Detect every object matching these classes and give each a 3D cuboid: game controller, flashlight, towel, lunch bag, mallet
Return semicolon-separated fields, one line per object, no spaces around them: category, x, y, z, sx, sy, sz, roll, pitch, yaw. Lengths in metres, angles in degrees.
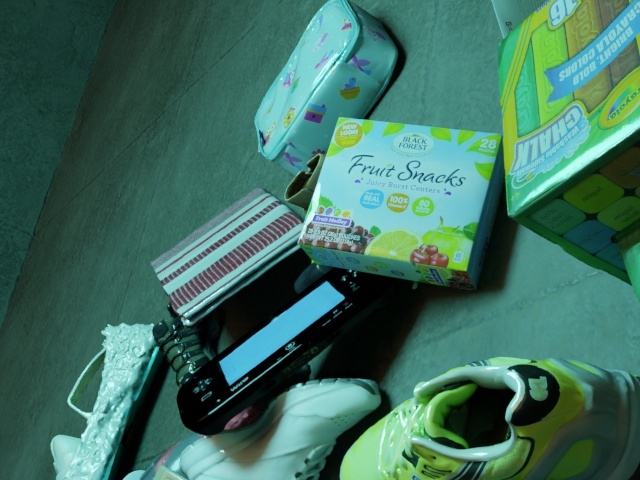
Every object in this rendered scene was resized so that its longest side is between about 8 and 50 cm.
game controller;-0.043;0.123;1.281;0.319;0.067;0.166;-37;7;-4
flashlight;-0.136;0.270;1.427;0.304;0.103;0.103;-50;55;24
towel;-0.145;0.019;1.624;0.237;0.037;0.329;-36;21;-6
lunch bag;-0.004;-0.245;1.651;0.279;0.108;0.224;-53;28;21
mallet;0.000;0.000;1.503;0.062;0.039;0.189;-41;29;40

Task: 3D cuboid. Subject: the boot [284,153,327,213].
boot;0.061;-0.081;1.323;0.197;0.152;0.073;-49;29;27

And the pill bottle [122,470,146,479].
pill bottle;-0.319;0.448;1.569;0.221;0.124;0.124;-48;30;31

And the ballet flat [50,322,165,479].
ballet flat;-0.389;0.329;1.790;0.147;0.147;0.408;-21;45;55

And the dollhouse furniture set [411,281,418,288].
dollhouse furniture set;0.119;0.016;1.292;0.114;0.091;0.081;155;97;-84

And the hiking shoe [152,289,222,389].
hiking shoe;-0.226;0.182;1.656;0.086;0.114;0.226;-48;29;33

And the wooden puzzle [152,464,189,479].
wooden puzzle;-0.175;0.438;1.336;0.239;0.044;0.220;19;82;39

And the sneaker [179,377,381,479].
sneaker;-0.038;0.262;1.256;0.297;0.111;0.129;-36;61;26

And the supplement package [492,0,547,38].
supplement package;0.269;-0.330;1.038;0.203;0.194;0.149;-4;55;22

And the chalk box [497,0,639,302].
chalk box;0.279;-0.085;0.890;0.180;0.179;0.288;-40;34;41

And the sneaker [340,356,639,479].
sneaker;0.126;0.176;0.968;0.385;0.147;0.145;-33;41;49

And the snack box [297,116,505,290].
snack box;0.099;-0.046;1.197;0.207;0.070;0.174;10;70;23
